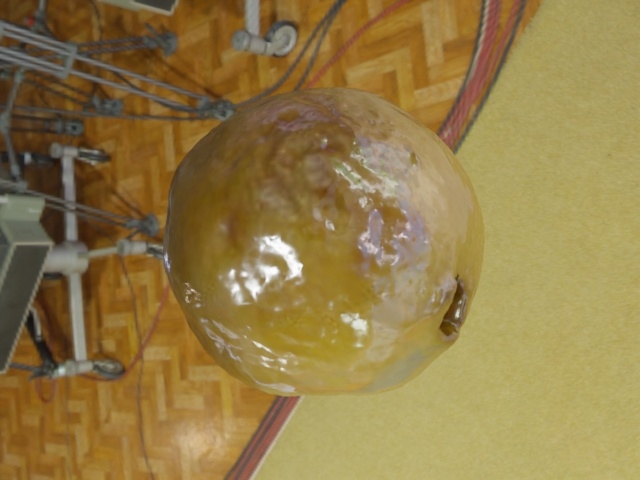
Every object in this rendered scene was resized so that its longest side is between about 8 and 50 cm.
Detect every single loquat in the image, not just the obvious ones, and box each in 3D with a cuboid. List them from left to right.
[{"bbox_3d":[0.000,0.000,0.525,0.238,0.193,0.238,-10,73,35],"label":"loquat"}]
